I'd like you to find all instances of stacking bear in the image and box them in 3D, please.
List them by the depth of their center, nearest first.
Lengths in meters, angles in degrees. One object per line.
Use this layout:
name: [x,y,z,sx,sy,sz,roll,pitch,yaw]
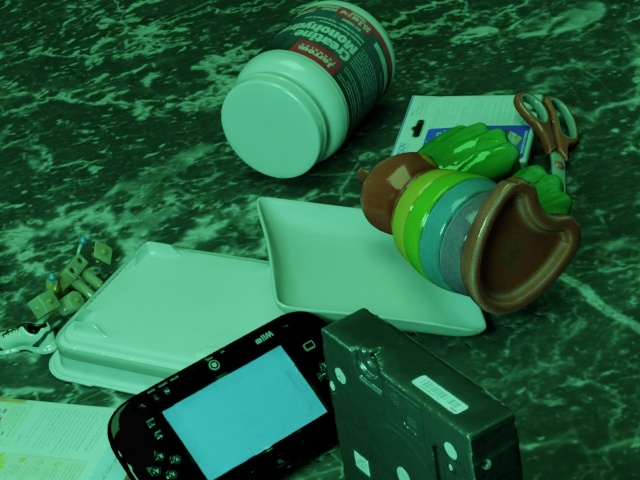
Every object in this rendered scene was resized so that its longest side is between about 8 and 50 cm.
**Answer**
stacking bear: [0.163,-0.029,2.106,0.289,0.175,0.164,31,88,48]

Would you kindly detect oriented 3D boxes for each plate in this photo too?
plate: [0.058,0.041,2.136,0.277,0.045,0.278,8,29,-13]

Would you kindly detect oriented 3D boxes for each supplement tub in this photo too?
supplement tub: [-0.017,-0.236,2.521,0.191,0.191,0.272,8,36,26]

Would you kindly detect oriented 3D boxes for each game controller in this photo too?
game controller: [-0.091,0.205,1.904,0.319,0.166,0.067,-28,-8,-30]

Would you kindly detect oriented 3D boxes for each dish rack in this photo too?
dish rack: [-0.173,0.097,2.161,0.333,0.072,0.285,9,36,26]

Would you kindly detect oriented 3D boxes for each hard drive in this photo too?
hard drive: [0.109,0.256,1.575,0.064,0.339,0.237,-25,34,-25]

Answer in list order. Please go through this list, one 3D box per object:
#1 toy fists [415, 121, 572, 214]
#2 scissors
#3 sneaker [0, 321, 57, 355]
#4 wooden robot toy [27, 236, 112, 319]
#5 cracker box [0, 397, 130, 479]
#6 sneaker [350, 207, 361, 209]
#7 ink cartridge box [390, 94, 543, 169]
toy fists: [0.241,-0.066,2.257,0.142,0.096,0.279,-33,44,-11]
scissors: [0.354,-0.117,2.374,0.109,0.021,0.297,17,39,-28]
sneaker: [-0.408,0.128,2.203,0.109,0.044,0.040,-4,35,14]
wooden robot toy: [-0.357,0.068,2.286,0.079,0.076,0.173,-32,16,39]
cracker box: [-0.313,0.268,1.934,0.232,0.067,0.156,3,35,21]
sneaker: [0.000,0.001,2.266,0.152,0.058,0.084,-7,26,13]
ink cartridge box: [0.224,-0.156,2.462,0.208,0.045,0.206,2,34,15]
